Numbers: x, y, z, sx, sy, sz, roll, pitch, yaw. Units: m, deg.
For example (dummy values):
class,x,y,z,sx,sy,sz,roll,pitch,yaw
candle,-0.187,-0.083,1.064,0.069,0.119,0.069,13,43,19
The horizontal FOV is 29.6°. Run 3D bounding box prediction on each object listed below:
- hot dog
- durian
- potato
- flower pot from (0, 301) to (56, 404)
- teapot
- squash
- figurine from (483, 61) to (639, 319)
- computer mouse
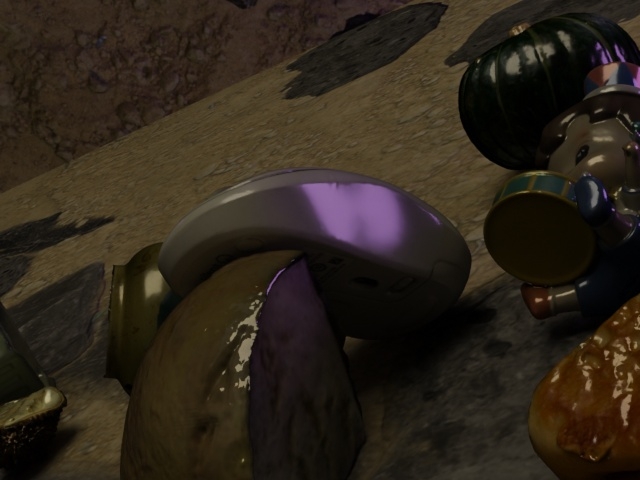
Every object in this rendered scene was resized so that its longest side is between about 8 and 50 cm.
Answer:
class,x,y,z,sx,sy,sz,roll,pitch,yaw
hot dog,0.250,0.086,0.680,0.257,0.150,0.153,-44,44,15
durian,-0.330,0.214,1.324,0.110,0.071,0.140,-19,6,10
potato,-0.114,0.149,1.007,0.264,0.189,0.211,-14,23,36
flower pot,-0.450,0.147,1.453,0.189,0.239,0.209,-31,-10,-10
teapot,-0.133,0.092,1.284,0.182,0.173,0.269,4,-8,-8
squash,0.257,-0.160,1.349,0.218,0.172,0.218,-31,13,8
figurine,0.251,-0.051,1.084,0.275,0.158,0.161,-55,-7,-52
computer mouse,0.000,0.000,1.118,0.184,0.297,0.121,-43,41,50
